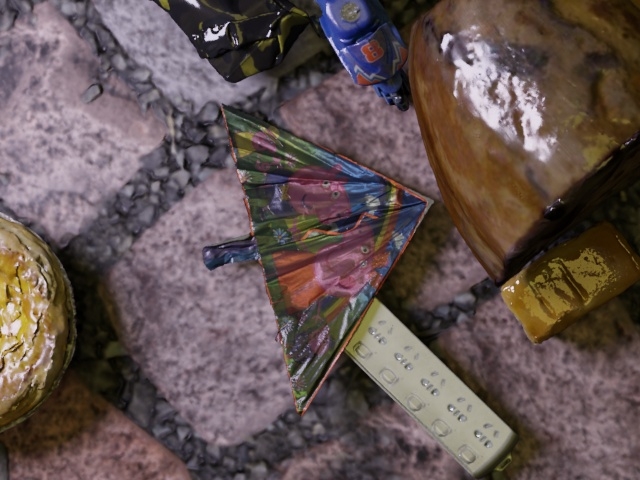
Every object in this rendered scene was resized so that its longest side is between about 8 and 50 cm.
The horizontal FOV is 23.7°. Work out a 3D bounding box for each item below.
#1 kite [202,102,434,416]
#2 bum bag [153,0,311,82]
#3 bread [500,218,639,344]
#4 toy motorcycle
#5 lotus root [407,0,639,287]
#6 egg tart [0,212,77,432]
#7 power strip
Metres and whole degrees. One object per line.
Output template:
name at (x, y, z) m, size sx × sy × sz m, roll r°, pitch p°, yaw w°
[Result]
kite at (0.000, 0.000, 1.487) m, size 0.234 × 0.016 × 0.321 m, roll -15°, pitch 81°, yaw 4°
bum bag at (-0.119, -0.252, 1.497) m, size 0.232 × 0.060 × 0.107 m, roll 43°, pitch 95°, yaw 13°
bread at (0.239, 0.038, 1.458) m, size 0.132 × 0.053 × 0.074 m, roll -31°, pitch 86°, yaw 2°
toy motorcycle at (0.029, -0.214, 1.457) m, size 0.076 × 0.114 × 0.205 m, roll -30°, pitch 86°, yaw 4°
lotus root at (0.219, -0.145, 1.341) m, size 0.316 × 0.316 × 0.250 m, roll -32°, pitch 84°, yaw 4°
egg tart at (-0.350, 0.081, 1.494) m, size 0.234 × 0.094 × 0.234 m, roll 0°, pitch 85°, yaw 5°
power strip at (0.090, 0.131, 1.482) m, size 0.252 × 0.027 × 0.060 m, roll 44°, pitch 92°, yaw 5°
